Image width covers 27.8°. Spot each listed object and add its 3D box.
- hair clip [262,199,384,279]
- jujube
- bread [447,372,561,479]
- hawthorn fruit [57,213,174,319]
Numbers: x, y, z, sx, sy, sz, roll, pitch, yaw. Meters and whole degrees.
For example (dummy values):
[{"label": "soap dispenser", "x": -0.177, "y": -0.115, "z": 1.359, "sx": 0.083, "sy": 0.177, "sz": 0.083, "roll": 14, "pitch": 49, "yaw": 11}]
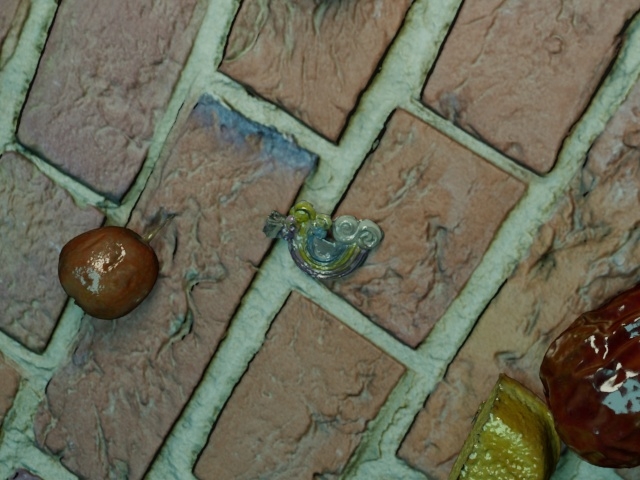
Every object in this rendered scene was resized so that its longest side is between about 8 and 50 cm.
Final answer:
[{"label": "hair clip", "x": 0.000, "y": 0.000, "z": 1.903, "sx": 0.172, "sy": 0.049, "sz": 0.116, "roll": 20, "pitch": 124, "yaw": 4}, {"label": "jujube", "x": 0.452, "y": 0.154, "z": 1.707, "sx": 0.342, "sy": 0.216, "sz": 0.216, "roll": -37, "pitch": 91, "yaw": 10}, {"label": "bread", "x": 0.259, "y": 0.323, "z": 1.845, "sx": 0.139, "sy": 0.143, "sz": 0.229, "roll": 28, "pitch": 114, "yaw": 11}, {"label": "hawthorn fruit", "x": -0.314, "y": 0.040, "z": 1.964, "sx": 0.189, "sy": 0.149, "sz": 0.149, "roll": -35, "pitch": 92, "yaw": 28}]
